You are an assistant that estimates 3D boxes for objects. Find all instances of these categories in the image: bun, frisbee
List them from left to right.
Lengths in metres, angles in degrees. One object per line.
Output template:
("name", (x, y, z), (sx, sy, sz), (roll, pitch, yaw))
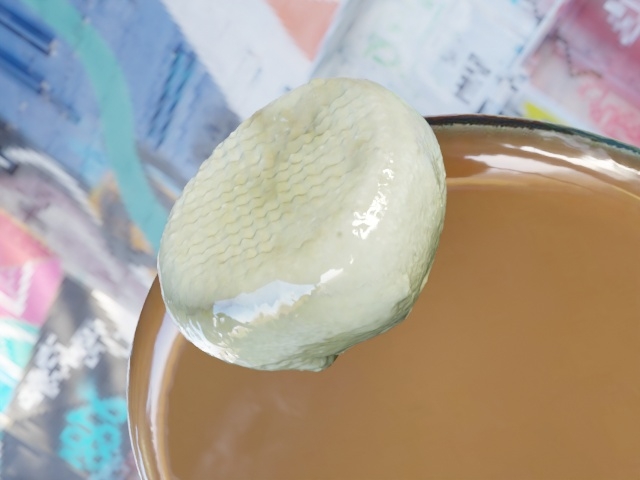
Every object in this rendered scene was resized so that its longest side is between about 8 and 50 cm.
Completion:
("bun", (0.000, 0.000, 0.399), (0.086, 0.055, 0.086), (-26, 40, 24))
("frisbee", (0.053, 0.074, 0.512), (0.251, 0.251, 0.021), (-58, 6, 32))
